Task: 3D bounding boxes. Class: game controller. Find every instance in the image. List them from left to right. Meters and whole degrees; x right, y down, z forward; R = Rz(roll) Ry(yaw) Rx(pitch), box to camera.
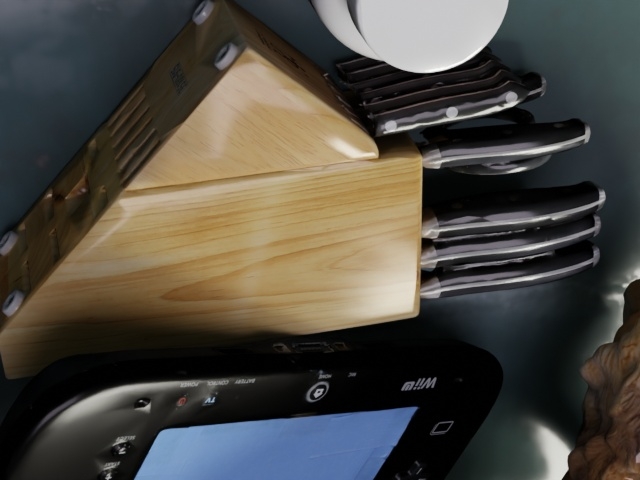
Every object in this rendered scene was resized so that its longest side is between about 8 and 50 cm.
[{"bbox_3d":[-0.038,0.119,0.712,0.319,0.067,0.166,1,137,-43],"label":"game controller"}]

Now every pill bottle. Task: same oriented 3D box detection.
[{"bbox_3d":[0.029,-0.131,0.608,0.086,0.152,0.086,-6,120,-11],"label":"pill bottle"}]

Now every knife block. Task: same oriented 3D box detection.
[{"bbox_3d":[0.000,0.000,0.711,0.242,0.088,0.275,36,104,-27],"label":"knife block"}]

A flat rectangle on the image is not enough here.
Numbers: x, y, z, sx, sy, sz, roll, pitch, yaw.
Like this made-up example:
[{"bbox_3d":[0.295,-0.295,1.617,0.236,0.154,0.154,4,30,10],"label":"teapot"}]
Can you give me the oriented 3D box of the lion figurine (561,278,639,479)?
[{"bbox_3d":[0.120,0.202,0.796,0.392,0.142,0.240,-43,145,3],"label":"lion figurine"}]
